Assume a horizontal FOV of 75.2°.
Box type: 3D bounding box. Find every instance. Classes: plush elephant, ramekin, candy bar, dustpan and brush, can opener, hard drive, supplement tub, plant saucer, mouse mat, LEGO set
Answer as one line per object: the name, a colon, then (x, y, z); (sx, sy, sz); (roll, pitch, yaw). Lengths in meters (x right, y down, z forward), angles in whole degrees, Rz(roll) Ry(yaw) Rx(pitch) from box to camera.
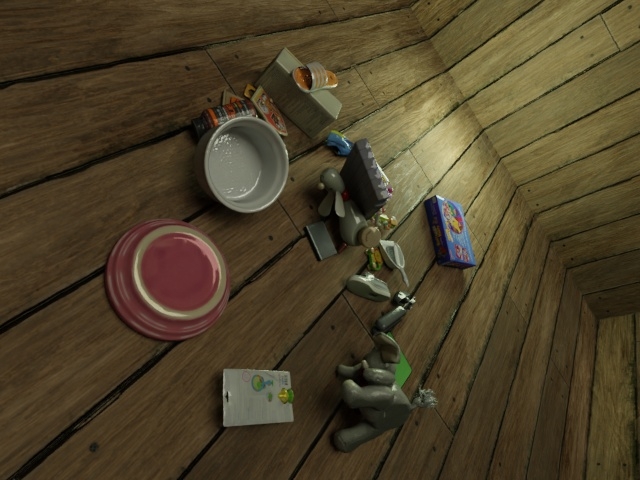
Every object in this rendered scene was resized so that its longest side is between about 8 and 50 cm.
plush elephant: (0.169, 0.451, 1.323); (0.329, 0.255, 0.272); (-10, 120, -13)
ramekin: (-0.245, -0.228, 1.258); (0.276, 0.135, 0.278); (-9, 105, -37)
candy bar: (0.275, -0.326, 1.938); (0.162, 0.018, 0.040); (55, 44, -7)
dustpan and brush: (0.320, 0.094, 1.738); (0.147, 0.060, 0.212); (3, 72, -52)
can opener: (0.281, 0.278, 1.633); (0.095, 0.076, 0.283); (41, 38, 25)
hard drive: (0.000, 0.000, 1.522); (0.094, 0.022, 0.135); (-21, 85, -46)
supplement tub: (-0.306, -0.377, 1.329); (0.197, 0.106, 0.106); (-23, 86, -21)
plant saucer: (-0.375, 0.091, 1.087); (0.331, 0.084, 0.333); (19, 59, -35)
mouse mat: (0.271, 0.457, 1.566); (0.152, 0.007, 0.190); (-34, 96, -46)
LEGO set: (0.255, -0.100, 1.706); (0.287, 0.132, 0.107); (65, 0, -51)

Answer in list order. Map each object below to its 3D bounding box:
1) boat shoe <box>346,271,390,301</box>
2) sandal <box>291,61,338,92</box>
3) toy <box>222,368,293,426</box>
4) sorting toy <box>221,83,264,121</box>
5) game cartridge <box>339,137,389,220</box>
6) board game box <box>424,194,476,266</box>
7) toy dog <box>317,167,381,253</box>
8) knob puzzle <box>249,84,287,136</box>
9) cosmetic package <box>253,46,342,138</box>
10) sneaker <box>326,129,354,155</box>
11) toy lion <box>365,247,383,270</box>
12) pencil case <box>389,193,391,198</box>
boat shoe: (0.179, 0.166, 1.578); (0.227, 0.079, 0.081); (27, 44, -37)
sandal: (-0.004, -0.621, 1.551); (0.265, 0.076, 0.102); (-31, 91, -47)
toy: (-0.176, 0.427, 1.130); (0.237, 0.056, 0.137); (18, 55, -42)
sorting toy: (-0.258, -0.433, 1.473); (0.195, 0.047, 0.348); (18, 59, -36)
game cartridge: (0.156, -0.204, 1.555); (0.068, 0.355, 0.231); (-23, 84, -11)
board game box: (0.659, -0.038, 2.112); (0.233, 0.078, 0.348); (11, 63, -39)
toy dog: (0.070, -0.086, 1.536); (0.160, 0.220, 0.334); (-38, 91, -13)
knob puzzle: (-0.175, -0.471, 1.537); (0.213, 0.029, 0.213); (49, 25, -32)
cosmetic package: (-0.084, -0.566, 1.619); (0.309, 0.160, 0.113); (39, 48, -24)
sneaker: (0.102, -0.393, 1.788); (0.209, 0.069, 0.082); (23, 88, -44)
toy lion: (0.225, 0.076, 1.692); (0.096, 0.034, 0.100); (19, 58, -45)
pencil case: (0.212, -0.248, 1.792); (0.206, 0.088, 0.086); (44, 49, -20)
